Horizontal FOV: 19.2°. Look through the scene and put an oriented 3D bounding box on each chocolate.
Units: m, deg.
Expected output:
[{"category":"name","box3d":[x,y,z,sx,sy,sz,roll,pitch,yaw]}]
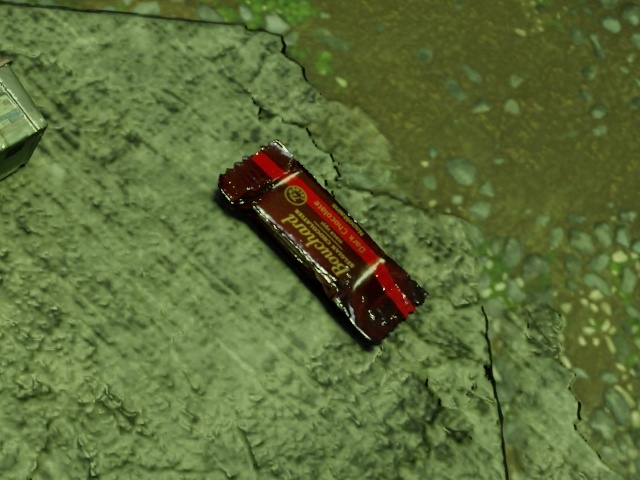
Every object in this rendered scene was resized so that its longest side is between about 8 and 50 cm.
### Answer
[{"category":"chocolate","box3d":[0.000,0.000,1.477,0.182,0.028,0.086,43,50,7]}]

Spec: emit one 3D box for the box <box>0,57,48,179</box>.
[{"category":"box","box3d":[-0.247,-0.084,1.413,0.060,0.085,0.063,-35,85,-32]}]
